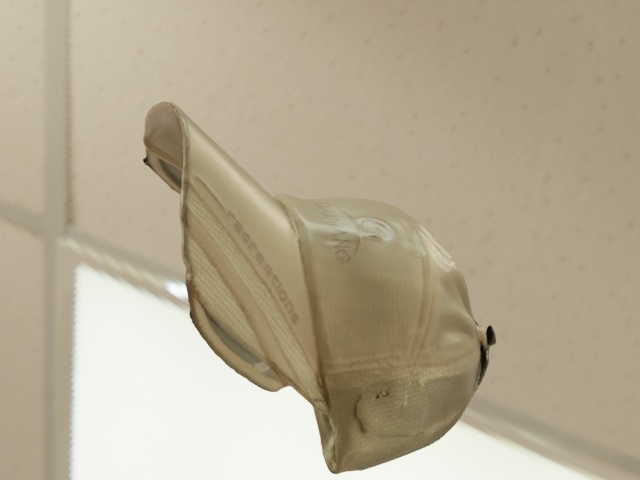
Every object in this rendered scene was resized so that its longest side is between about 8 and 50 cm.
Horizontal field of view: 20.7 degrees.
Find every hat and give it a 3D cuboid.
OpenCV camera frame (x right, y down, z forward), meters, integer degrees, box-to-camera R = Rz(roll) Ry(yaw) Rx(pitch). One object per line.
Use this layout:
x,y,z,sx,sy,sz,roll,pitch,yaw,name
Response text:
0.000,0.000,1.019,0.164,0.219,0.226,-21,-55,-2,hat
